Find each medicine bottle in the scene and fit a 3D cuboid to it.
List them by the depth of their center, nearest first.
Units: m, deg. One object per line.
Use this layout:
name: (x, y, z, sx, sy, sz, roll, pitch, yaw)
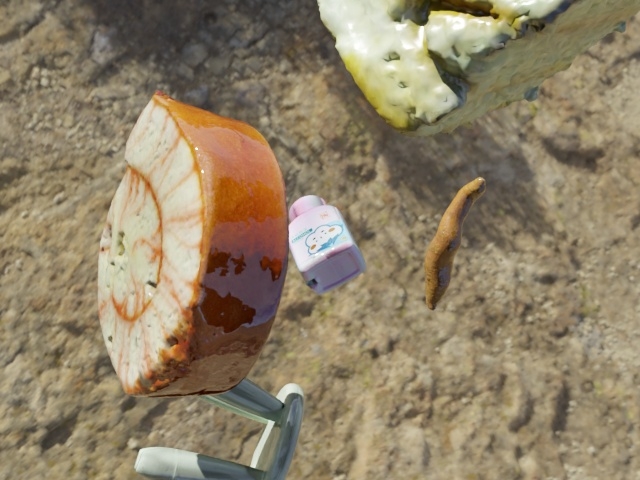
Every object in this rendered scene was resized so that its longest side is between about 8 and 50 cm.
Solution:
medicine bottle: (0.000, 0.000, 1.709, 0.094, 0.119, 0.188, 57, 6, -42)

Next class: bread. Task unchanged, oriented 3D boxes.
bread: (0.172, -0.288, 0.696, 0.239, 0.395, 0.264, -17, 72, -50)
bread: (-0.155, 0.023, 1.004, 0.114, 0.327, 0.295, 4, 40, -33)

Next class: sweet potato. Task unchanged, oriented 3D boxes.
sweet potato: (0.150, 0.004, 1.062, 0.044, 0.179, 0.044, 12, 24, -5)

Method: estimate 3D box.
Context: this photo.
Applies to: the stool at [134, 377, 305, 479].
stool: (-0.144, 0.273, 1.271, 0.199, 0.195, 0.195, 18, 75, -6)
